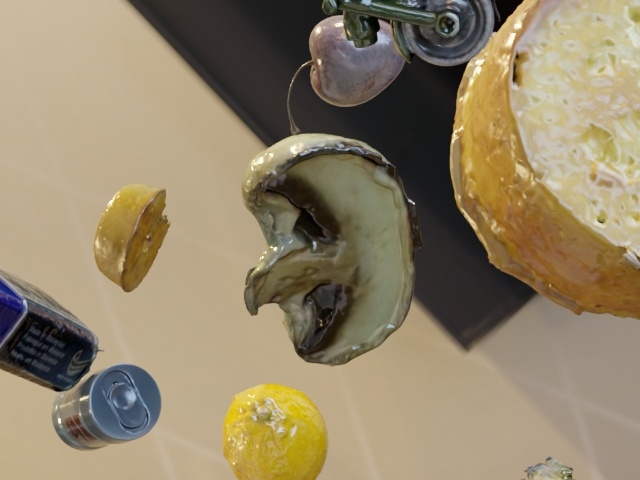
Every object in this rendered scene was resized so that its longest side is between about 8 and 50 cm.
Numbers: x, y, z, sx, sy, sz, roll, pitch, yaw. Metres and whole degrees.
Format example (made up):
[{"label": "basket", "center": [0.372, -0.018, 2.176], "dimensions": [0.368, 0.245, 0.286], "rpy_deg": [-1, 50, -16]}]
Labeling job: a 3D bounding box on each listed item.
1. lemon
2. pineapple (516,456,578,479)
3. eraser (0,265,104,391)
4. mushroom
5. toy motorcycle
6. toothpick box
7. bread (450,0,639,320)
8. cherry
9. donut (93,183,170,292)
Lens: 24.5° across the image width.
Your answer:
[{"label": "lemon", "center": [-0.049, 0.208, 1.547], "dimensions": [0.114, 0.114, 0.155], "rpy_deg": [-44, -29, -20]}, {"label": "pineapple", "center": [0.239, 0.310, 1.416], "dimensions": [0.135, 0.233, 0.080], "rpy_deg": [-14, -54, -28]}, {"label": "eraser", "center": [-0.399, 0.091, 1.806], "dimensions": [0.102, 0.155, 0.332], "rpy_deg": [-55, -23, -2]}, {"label": "mushroom", "center": [-0.001, -0.002, 1.875], "dimensions": [0.247, 0.344, 0.130], "rpy_deg": [-29, 38, -2]}, {"label": "toy motorcycle", "center": [0.052, -0.278, 1.175], "dimensions": [0.127, 0.275, 0.205], "rpy_deg": [-14, 16, 8]}, {"label": "toothpick box", "center": [-0.282, 0.221, 1.936], "dimensions": [0.101, 0.101, 0.153], "rpy_deg": [-45, 10, -30]}, {"label": "bread", "center": [0.321, -0.113, 1.499], "dimensions": [0.398, 0.398, 0.215], "rpy_deg": [-44, -6, -17]}, {"label": "cherry", "center": [0.045, -0.222, 1.986], "dimensions": [0.148, 0.115, 0.188], "rpy_deg": [-36, -37, -29]}, {"label": "donut", "center": [-0.177, -0.003, 1.374], "dimensions": [0.108, 0.043, 0.097], "rpy_deg": [94, -159, -54]}]
